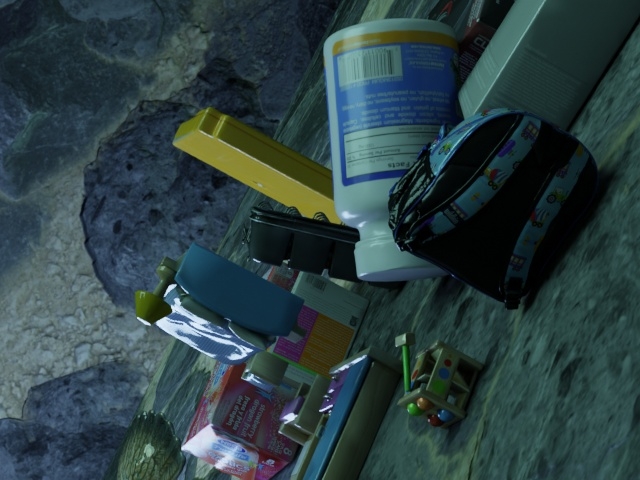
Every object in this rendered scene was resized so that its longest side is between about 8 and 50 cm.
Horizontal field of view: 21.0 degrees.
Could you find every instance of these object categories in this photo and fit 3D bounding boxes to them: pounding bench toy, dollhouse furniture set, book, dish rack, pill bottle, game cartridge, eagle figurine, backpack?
[{"bbox_3d":[0.099,0.133,1.635,0.065,0.083,0.052,-66,11,-26],"label":"pounding bench toy"},{"bbox_3d":[-0.108,0.175,1.934,0.198,0.303,0.286,-65,10,-21],"label":"dollhouse furniture set"},{"bbox_3d":[-0.008,0.118,2.177,0.144,0.096,0.035,-66,10,-23],"label":"book"},{"bbox_3d":[0.000,0.000,2.185,0.271,0.208,0.074,-124,48,-81],"label":"dish rack"},{"bbox_3d":[0.087,-0.096,1.902,0.152,0.152,0.272,151,116,-72],"label":"pill bottle"},{"bbox_3d":[-0.067,-0.106,2.539,0.052,0.285,0.324,-63,11,-7],"label":"game cartridge"},{"bbox_3d":[-0.217,0.376,2.095,0.225,0.298,0.226,-33,37,-8],"label":"eagle figurine"},{"bbox_3d":[0.163,-0.050,1.599,0.173,0.158,0.117,-55,19,21],"label":"backpack"}]

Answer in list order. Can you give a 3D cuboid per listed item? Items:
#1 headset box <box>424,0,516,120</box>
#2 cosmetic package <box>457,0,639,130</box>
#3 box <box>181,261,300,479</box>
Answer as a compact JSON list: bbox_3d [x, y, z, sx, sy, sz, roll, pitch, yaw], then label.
[{"bbox_3d":[0.198,-0.240,2.065,0.293,0.110,0.218,-50,16,50],"label":"headset box"},{"bbox_3d":[0.245,-0.210,1.790,0.238,0.107,0.127,-55,11,19],"label":"cosmetic package"},{"bbox_3d":[-0.068,0.174,2.251,0.128,0.123,0.257,-46,19,58],"label":"box"}]
